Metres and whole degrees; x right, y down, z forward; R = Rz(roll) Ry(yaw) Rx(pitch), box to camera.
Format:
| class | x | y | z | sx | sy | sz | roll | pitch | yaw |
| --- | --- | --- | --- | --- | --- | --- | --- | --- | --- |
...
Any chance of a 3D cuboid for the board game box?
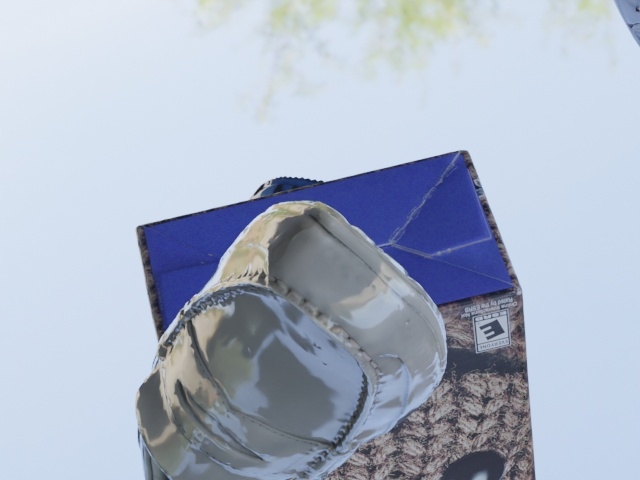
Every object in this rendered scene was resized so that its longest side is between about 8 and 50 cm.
| class | x | y | z | sx | sy | sz | roll | pitch | yaw |
| --- | --- | --- | --- | --- | --- | --- | --- | --- | --- |
| board game box | 0.019 | 0.109 | 1.287 | 0.232 | 0.291 | 0.141 | -13 | -135 | -2 |

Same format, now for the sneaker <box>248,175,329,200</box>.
| class | x | y | z | sx | sy | sz | roll | pitch | yaw |
| --- | --- | --- | --- | --- | --- | --- | --- | --- | --- |
| sneaker | 0.000 | 0.000 | 1.478 | 0.209 | 0.069 | 0.082 | 5 | -116 | 50 |

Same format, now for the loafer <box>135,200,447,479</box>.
| class | x | y | z | sx | sy | sz | roll | pitch | yaw |
| --- | --- | --- | --- | --- | --- | --- | --- | --- | --- |
| loafer | -0.025 | 0.071 | 0.844 | 0.111 | 0.112 | 0.319 | -46 | 174 | -19 |

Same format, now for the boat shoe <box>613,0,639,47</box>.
| class | x | y | z | sx | sy | sz | roll | pitch | yaw |
| --- | --- | --- | --- | --- | --- | --- | --- | --- | --- |
| boat shoe | 0.281 | -0.127 | 1.258 | 0.104 | 0.285 | 0.089 | 38 | -94 | 31 |
